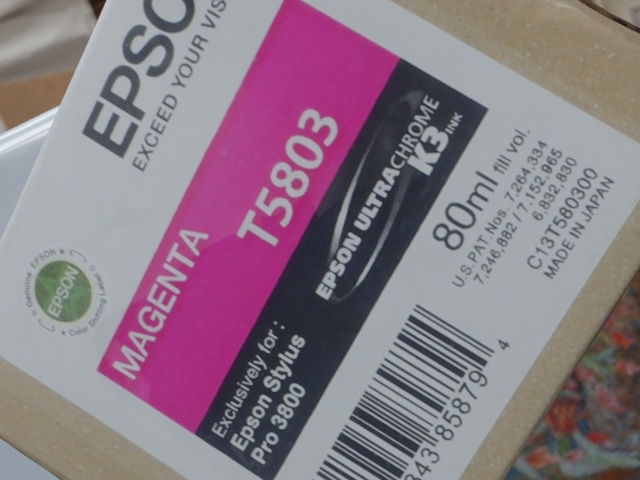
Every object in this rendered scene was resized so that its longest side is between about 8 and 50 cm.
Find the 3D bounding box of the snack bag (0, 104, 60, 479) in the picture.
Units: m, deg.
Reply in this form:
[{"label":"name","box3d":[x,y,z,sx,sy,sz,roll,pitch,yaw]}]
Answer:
[{"label":"snack bag","box3d":[-0.100,0.099,0.555,0.343,0.323,0.037,63,-168,-14]}]

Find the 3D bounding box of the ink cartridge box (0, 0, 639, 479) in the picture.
[{"label":"ink cartridge box","box3d":[0.000,0.000,0.395,0.193,0.235,0.088,30,-163,8]}]
